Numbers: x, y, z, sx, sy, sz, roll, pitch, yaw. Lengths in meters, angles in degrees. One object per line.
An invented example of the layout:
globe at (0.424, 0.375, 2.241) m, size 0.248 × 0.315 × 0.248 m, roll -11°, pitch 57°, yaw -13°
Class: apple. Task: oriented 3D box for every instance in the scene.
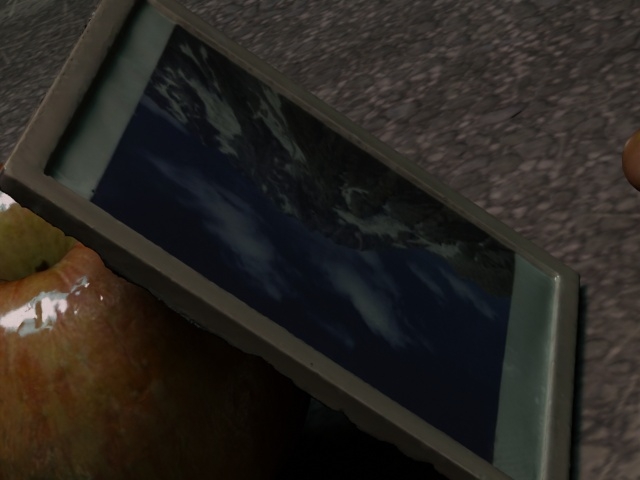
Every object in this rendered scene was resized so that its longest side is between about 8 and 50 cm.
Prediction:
apple at (-0.107, 0.062, 0.874) m, size 0.211 × 0.188 × 0.211 m, roll -13°, pitch 34°, yaw 9°

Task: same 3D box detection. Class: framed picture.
framed picture at (0.000, 0.000, 0.834) m, size 0.019 × 0.281 × 0.209 m, roll -50°, pitch 15°, yaw 30°

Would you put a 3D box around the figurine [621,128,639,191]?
figurine at (0.234, -0.092, 0.940) m, size 0.194 × 0.133 × 0.274 m, roll -56°, pitch -3°, yaw 11°
